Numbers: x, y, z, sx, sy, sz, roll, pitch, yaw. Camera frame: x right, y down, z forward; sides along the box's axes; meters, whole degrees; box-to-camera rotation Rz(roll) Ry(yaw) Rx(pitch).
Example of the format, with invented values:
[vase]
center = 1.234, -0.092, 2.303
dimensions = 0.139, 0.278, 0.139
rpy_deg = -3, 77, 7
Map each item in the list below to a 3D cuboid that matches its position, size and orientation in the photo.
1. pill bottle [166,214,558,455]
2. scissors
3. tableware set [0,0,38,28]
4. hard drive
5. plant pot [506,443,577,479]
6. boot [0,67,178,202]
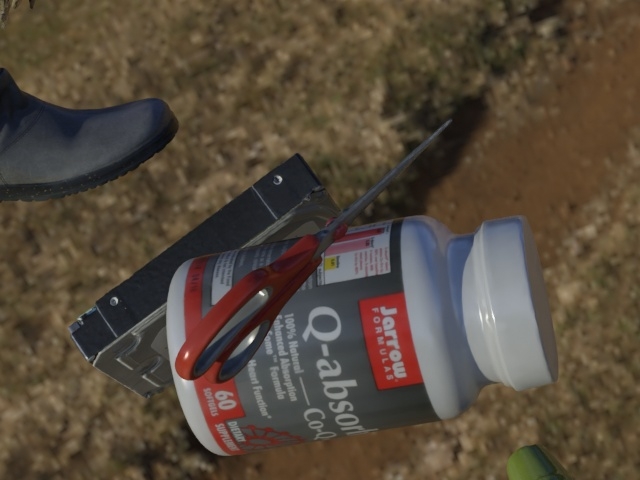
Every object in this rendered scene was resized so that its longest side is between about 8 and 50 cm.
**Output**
[pill bottle]
center = 0.045, 0.089, 1.743
dimensions = 0.362, 0.210, 0.210
rpy_deg = -11, 35, 13
[scissors]
center = 0.000, 0.000, 1.317
dimensions = 0.021, 0.109, 0.297
rpy_deg = 41, 83, 21
[tableware set]
center = -0.261, -0.263, 1.635
dimensions = 0.194, 0.039, 0.128
rpy_deg = 171, 122, -80
[hard drive]
center = -0.120, 0.051, 2.063
dimensions = 0.339, 0.237, 0.064
rpy_deg = -36, 69, 0
[plant pot]
center = 0.233, 0.259, 1.819
dimensions = 0.083, 0.083, 0.079
rpy_deg = -26, 39, -2
[boot]
center = -0.339, -0.154, 1.878
dimensions = 0.338, 0.223, 0.118
rpy_deg = -19, 21, -7
